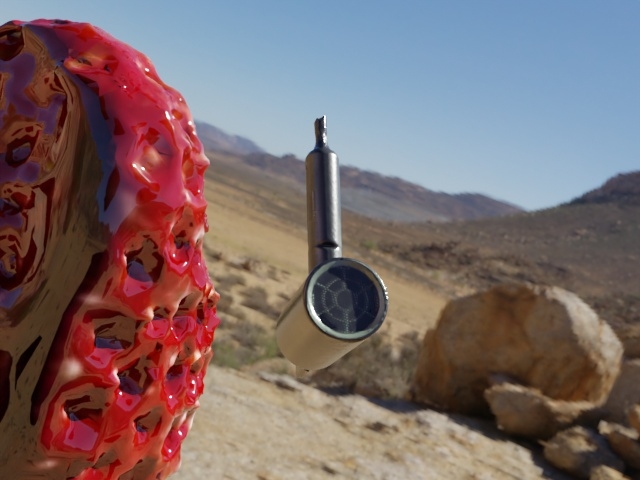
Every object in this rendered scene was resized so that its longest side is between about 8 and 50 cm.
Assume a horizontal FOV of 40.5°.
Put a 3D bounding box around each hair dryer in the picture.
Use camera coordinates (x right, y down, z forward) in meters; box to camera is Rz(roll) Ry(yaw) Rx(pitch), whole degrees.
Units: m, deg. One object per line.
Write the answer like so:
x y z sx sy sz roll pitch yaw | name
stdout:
0.000 0.000 0.868 0.077 0.249 0.195 5 -19 -13 | hair dryer

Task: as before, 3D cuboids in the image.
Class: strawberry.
-0.192 0.016 0.611 0.295 0.345 0.317 17 24 -39 | strawberry
